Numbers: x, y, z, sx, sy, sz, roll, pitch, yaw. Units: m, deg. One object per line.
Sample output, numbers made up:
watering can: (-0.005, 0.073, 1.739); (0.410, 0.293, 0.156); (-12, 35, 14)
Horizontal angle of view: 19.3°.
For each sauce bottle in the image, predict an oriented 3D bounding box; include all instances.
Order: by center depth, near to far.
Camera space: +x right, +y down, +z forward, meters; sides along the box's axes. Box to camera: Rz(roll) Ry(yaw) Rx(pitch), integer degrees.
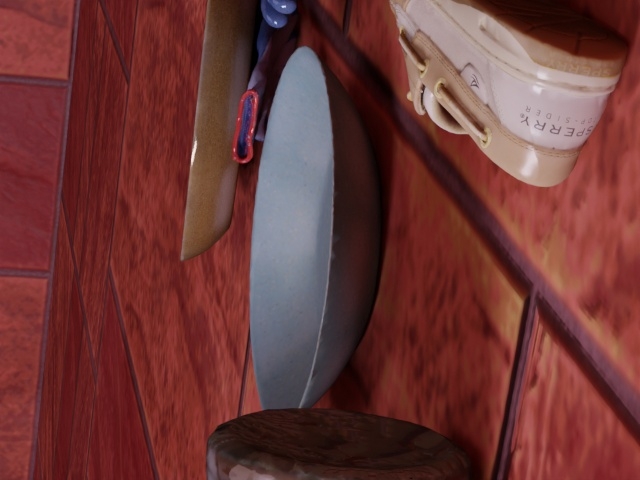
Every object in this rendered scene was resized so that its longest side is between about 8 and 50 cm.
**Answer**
sauce bottle: (-0.011, 0.242, 0.756); (0.111, 0.111, 0.344); (-135, 52, -73)

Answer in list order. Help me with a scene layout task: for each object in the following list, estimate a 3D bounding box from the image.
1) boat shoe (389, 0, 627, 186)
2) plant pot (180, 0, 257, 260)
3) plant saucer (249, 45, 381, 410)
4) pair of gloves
boat shoe: (0.054, -0.066, 0.673); (0.170, 0.063, 0.059); (-119, 41, -67)
plant pot: (-0.064, -0.102, 1.217); (0.236, 0.032, 0.236); (-173, 90, -85)
plant saucer: (0.000, 0.000, 0.951); (0.195, 0.037, 0.195); (-176, 90, -78)
pair of gloves: (-0.021, -0.135, 1.056); (0.159, 0.023, 0.198); (-78, -1, -59)
